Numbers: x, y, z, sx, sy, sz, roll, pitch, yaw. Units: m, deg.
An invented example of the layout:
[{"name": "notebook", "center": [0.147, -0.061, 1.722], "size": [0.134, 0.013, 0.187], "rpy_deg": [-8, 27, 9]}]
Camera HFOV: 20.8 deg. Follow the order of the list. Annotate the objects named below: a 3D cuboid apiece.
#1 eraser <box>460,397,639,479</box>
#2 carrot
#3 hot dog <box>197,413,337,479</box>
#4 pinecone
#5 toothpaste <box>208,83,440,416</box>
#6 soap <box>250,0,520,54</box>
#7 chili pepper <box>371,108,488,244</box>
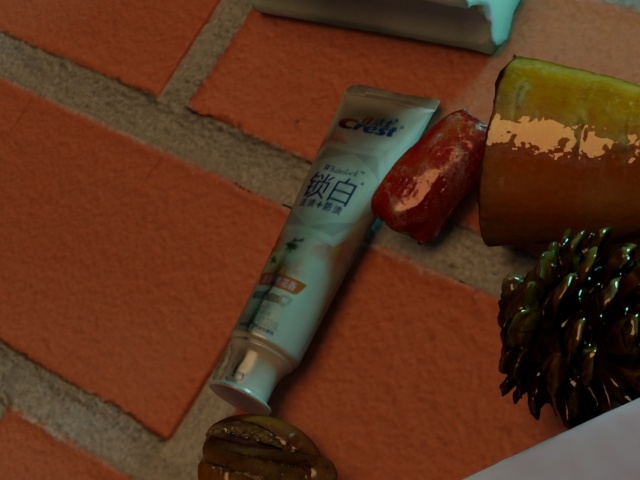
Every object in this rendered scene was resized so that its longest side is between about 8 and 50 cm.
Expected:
[{"name": "eraser", "center": [0.216, 0.257, 1.186], "size": [0.359, 0.122, 0.272], "rpy_deg": [-26, 46, 2]}, {"name": "carrot", "center": [0.245, -0.066, 1.385], "size": [0.225, 0.159, 0.159], "rpy_deg": [4, 66, 20]}, {"name": "hot dog", "center": [-0.045, 0.192, 1.445], "size": [0.140, 0.060, 0.090], "rpy_deg": [23, 81, 33]}, {"name": "pinecone", "center": [0.214, 0.071, 1.308], "size": [0.173, 0.173, 0.173], "rpy_deg": [-13, 58, 23]}, {"name": "toothpaste", "center": [0.000, 0.000, 1.529], "size": [0.100, 0.066, 0.323], "rpy_deg": [13, 65, 33]}, {"name": "soap", "center": [0.043, -0.310, 1.640], "size": [0.347, 0.115, 0.208], "rpy_deg": [15, 72, 35]}, {"name": "chili pepper", "center": [0.101, -0.053, 1.495], "size": [0.073, 0.070, 0.123], "rpy_deg": [42, 85, -4]}]
